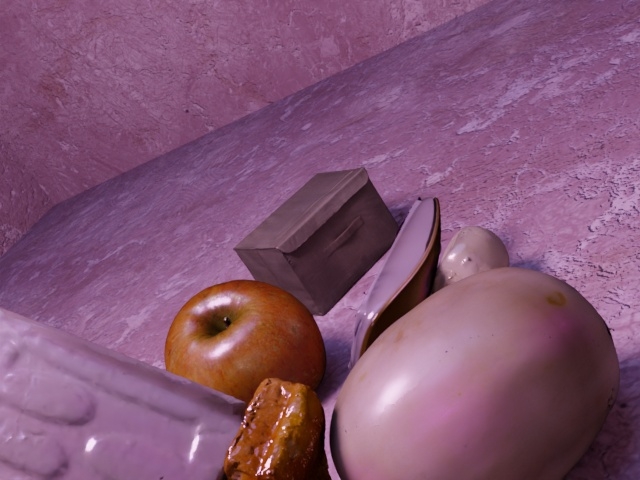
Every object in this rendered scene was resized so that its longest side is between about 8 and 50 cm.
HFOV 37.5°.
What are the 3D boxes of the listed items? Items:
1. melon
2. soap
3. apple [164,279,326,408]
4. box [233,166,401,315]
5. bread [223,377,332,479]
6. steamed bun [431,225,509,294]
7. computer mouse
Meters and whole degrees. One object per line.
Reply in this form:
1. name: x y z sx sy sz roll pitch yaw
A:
1. melon: 0.157 0.160 0.950 0.317 0.223 0.223 -36 20 -13
2. soap: -0.293 0.321 0.964 0.213 0.350 0.435 103 -167 -67
3. apple: -0.107 0.170 1.381 0.237 0.207 0.237 -18 41 17
4. box: 0.000 0.000 1.646 0.231 0.149 0.155 -45 24 -29
5. bread: -0.037 0.258 0.980 0.077 0.271 0.139 15 53 15
6. steamed bun: 0.213 0.043 1.304 0.091 0.130 0.112 24 46 13
7. computer mouse: 0.118 0.063 1.321 0.072 0.158 0.310 18 40 12
